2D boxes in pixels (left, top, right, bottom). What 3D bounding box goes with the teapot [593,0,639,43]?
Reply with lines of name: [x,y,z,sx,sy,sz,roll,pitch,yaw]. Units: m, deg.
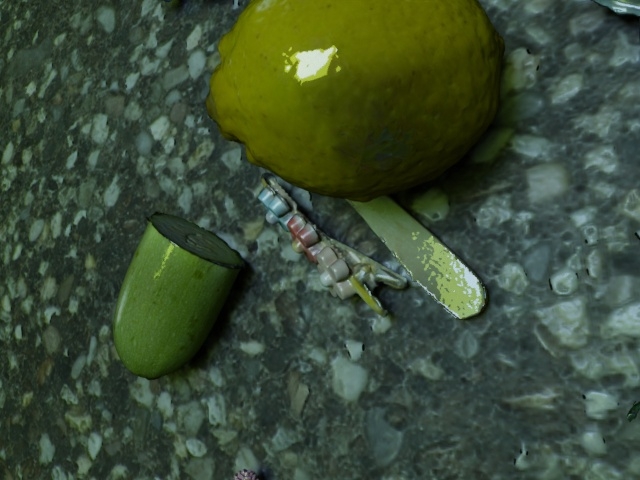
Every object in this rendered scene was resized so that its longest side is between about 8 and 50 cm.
teapot: [0.310,-0.157,0.340,0.294,0.129,0.193,27,96,33]

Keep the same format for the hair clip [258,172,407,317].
hair clip: [-0.005,0.005,0.560,0.214,0.062,0.056,38,73,26]

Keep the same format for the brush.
brush: [0.044,-0.047,0.557,0.085,0.020,0.336,-48,61,15]

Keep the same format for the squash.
squash: [-0.173,0.074,0.623,0.123,0.123,0.186,32,103,32]

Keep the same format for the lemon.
lemon: [0.033,-0.134,0.459,0.260,0.204,0.204,-11,72,-7]

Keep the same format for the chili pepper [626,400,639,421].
chili pepper: [0.341,0.151,0.307,0.279,0.065,0.122,40,100,27]

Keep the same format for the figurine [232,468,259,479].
figurine: [-0.107,0.293,0.581,0.129,0.054,0.072,-31,52,32]
